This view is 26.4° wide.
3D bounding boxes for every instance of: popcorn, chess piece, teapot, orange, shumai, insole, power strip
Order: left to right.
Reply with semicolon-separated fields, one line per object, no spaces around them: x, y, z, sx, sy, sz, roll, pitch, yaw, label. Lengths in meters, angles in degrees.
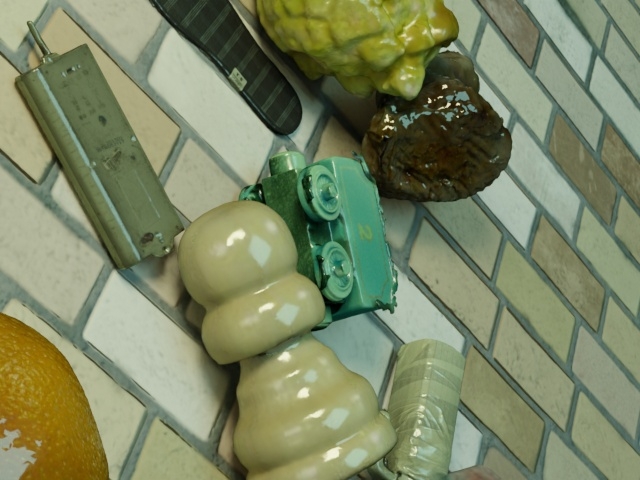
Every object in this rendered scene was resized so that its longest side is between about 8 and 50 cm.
-0.283;0.176;1.022;0.264;0.264;0.264;21;61;-44;orange
-0.225;-0.099;1.361;0.092;0.034;0.268;-41;108;-48;power strip
-0.119;-0.242;1.560;0.309;0.012;0.110;51;42;-24;insole
-0.053;0.105;1.405;0.167;0.167;0.299;-26;93;-51;chess piece
0.037;-0.285;1.604;0.259;0.212;0.259;4;85;-44;popcorn
0.107;0.213;1.607;0.107;0.077;0.200;36;51;-32;teapot
0.115;-0.145;1.719;0.218;0.184;0.185;-13;43;-26;shumai

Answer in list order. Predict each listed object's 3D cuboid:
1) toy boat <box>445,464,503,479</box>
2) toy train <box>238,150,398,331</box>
0.152;0.401;1.603;0.282;0.096;0.206;-40;101;-36;toy boat
0.000;0.000;1.537;0.163;0.112;0.203;3;76;-57;toy train
